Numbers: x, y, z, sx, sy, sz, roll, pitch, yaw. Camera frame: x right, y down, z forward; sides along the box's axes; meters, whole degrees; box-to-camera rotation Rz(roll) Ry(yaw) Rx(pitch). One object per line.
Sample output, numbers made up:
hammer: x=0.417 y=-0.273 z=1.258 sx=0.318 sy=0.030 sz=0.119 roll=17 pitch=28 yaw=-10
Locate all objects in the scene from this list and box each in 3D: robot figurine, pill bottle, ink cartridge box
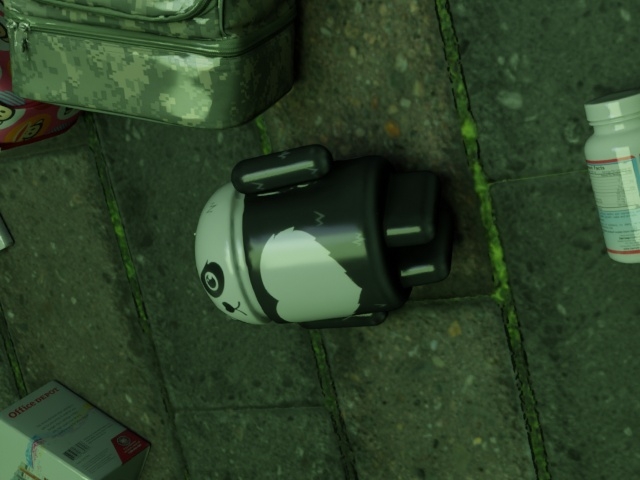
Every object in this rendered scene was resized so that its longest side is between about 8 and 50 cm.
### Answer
robot figurine: x=0.000 y=0.003 z=1.287 sx=0.278 sy=0.173 sz=0.209 roll=-8 pitch=93 yaw=18
pill bottle: x=0.309 y=-0.064 z=1.166 sx=0.087 sy=0.087 sz=0.160 roll=-9 pitch=101 yaw=30
ink cartridge box: x=-0.351 y=0.302 z=1.616 sx=0.176 sy=0.128 sz=0.127 roll=31 pitch=118 yaw=17

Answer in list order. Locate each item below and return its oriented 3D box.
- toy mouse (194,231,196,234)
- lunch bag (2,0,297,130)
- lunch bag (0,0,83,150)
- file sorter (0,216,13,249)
toy mouse: x=-0.068 y=0.010 z=1.425 sx=0.161 sy=0.031 sz=0.143 roll=-39 pitch=86 yaw=32
lunch bag: x=-0.185 y=-0.276 z=1.268 sx=0.305 sy=0.212 sz=0.256 roll=13 pitch=116 yaw=20
lunch bag: x=-0.415 y=-0.243 z=1.392 sx=0.293 sy=0.258 sz=0.120 roll=50 pitch=122 yaw=5
file sorter: x=-0.590 y=-0.066 z=1.597 sx=0.193 sy=0.173 sz=0.277 roll=-23 pitch=94 yaw=31
